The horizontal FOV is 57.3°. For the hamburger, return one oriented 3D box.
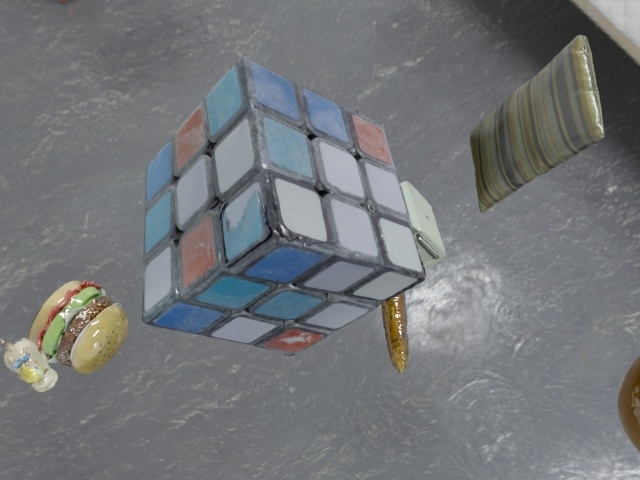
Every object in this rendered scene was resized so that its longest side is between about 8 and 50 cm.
[{"bbox_3d":[-0.433,0.166,1.085,0.136,0.175,0.175,26,71,5],"label":"hamburger"}]

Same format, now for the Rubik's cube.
[{"bbox_3d":[-0.084,-0.037,1.029,0.362,0.358,0.364,14,50,-40],"label":"Rubik's cube"}]

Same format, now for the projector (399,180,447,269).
[{"bbox_3d":[0.209,-0.024,1.549,0.177,0.163,0.243,-32,38,24],"label":"projector"}]

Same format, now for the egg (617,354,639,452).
[{"bbox_3d":[0.733,0.308,1.069,0.350,0.283,0.283,1,70,-1],"label":"egg"}]

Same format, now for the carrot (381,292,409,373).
[{"bbox_3d":[0.160,0.133,1.275,0.066,0.066,0.315,-3,60,-3],"label":"carrot"}]

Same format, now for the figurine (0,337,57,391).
[{"bbox_3d":[-0.384,0.162,0.762,0.083,0.050,0.047,39,77,8],"label":"figurine"}]

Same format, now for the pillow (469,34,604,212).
[{"bbox_3d":[0.223,-0.114,0.631,0.038,0.203,0.113,3,73,-17],"label":"pillow"}]
